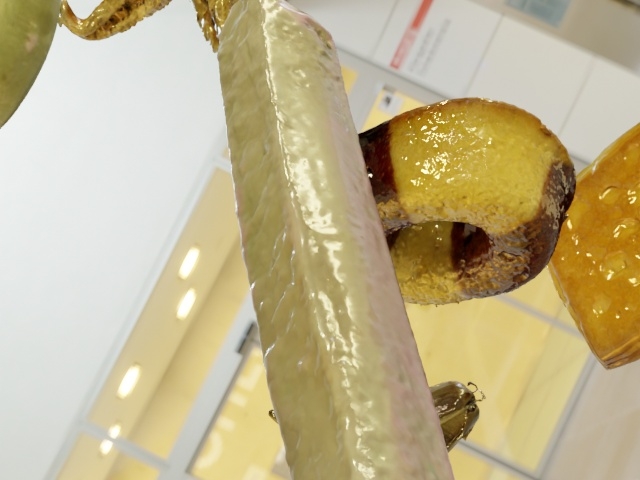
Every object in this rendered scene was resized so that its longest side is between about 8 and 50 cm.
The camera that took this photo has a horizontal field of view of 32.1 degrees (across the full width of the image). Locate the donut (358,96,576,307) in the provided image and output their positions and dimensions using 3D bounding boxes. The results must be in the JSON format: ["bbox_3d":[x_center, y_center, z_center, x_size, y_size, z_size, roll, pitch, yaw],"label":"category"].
[{"bbox_3d":[0.086,-0.018,0.779,0.166,0.184,0.073,51,-141,-43],"label":"donut"}]

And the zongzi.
[{"bbox_3d":[0.068,0.189,1.242,0.187,0.184,0.084,-46,10,2],"label":"zongzi"}]

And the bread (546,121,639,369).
[{"bbox_3d":[0.337,-0.002,1.100,0.099,0.210,0.235,11,-44,-42],"label":"bread"}]

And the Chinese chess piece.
[{"bbox_3d":[-0.378,-0.220,1.188,0.250,0.101,0.250,-25,54,40],"label":"Chinese chess piece"}]

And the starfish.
[{"bbox_3d":[-0.139,-0.286,1.042,0.094,0.375,0.327,-22,-17,-44],"label":"starfish"}]

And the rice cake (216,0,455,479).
[{"bbox_3d":[0.000,-0.001,0.617,0.064,0.070,0.399,-46,41,34],"label":"rice cake"}]
